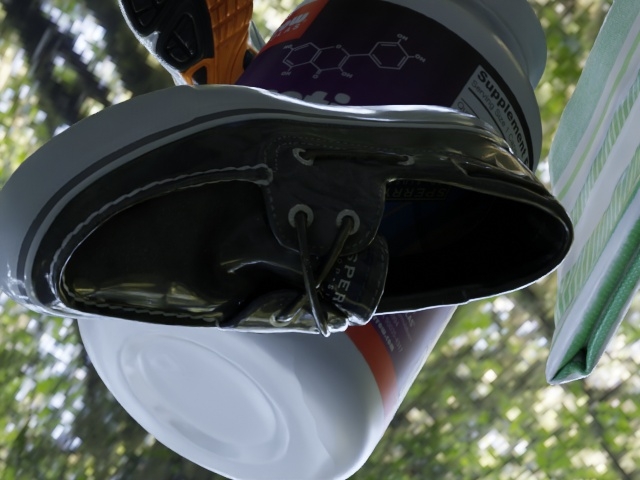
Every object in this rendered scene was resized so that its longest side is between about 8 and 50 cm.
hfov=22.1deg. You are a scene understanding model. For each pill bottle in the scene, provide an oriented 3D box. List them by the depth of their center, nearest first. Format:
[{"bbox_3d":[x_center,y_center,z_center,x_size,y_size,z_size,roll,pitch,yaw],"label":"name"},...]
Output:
[{"bbox_3d":[0.012,-0.026,0.950,0.181,0.181,0.323,36,-125,-4],"label":"pill bottle"}]

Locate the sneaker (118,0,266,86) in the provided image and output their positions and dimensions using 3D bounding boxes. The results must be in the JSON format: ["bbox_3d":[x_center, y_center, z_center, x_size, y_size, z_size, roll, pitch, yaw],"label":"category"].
[{"bbox_3d":[-0.091,-0.155,1.210,0.099,0.121,0.262,-30,-62,-9],"label":"sneaker"}]

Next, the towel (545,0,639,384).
[{"bbox_3d":[0.210,-0.074,1.154,0.038,0.248,0.325,17,-148,-4],"label":"towel"}]

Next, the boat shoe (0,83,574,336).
[{"bbox_3d":[0.000,0.000,0.553,0.228,0.080,0.076,-3,-148,-44],"label":"boat shoe"}]
